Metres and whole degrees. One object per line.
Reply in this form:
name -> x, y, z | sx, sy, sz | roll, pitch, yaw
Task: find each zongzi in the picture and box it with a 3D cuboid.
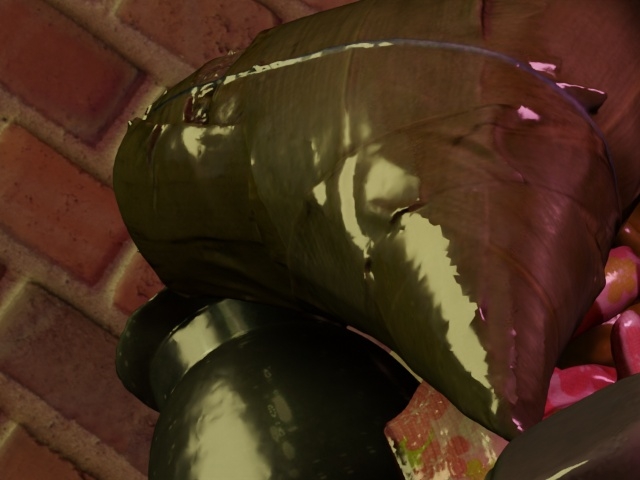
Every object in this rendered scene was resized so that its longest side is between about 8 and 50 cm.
zongzi -> 0.000, 0.000, 0.856 | 0.356, 0.174, 0.393 | -12, 28, 29

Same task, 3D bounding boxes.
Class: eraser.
eraser -> 0.055, 0.211, 0.582 | 0.089, 0.061, 0.352 | -42, -33, -73

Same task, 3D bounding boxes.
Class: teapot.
teapot -> 0.006, 0.126, 1.081 | 0.285, 0.305, 0.223 | 63, 143, 38

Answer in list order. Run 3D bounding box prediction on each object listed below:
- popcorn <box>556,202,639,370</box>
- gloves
popcorn -> 0.151, 0.016, 1.076 | 0.233, 0.192, 0.266 | -53, 12, 18
gloves -> 0.156, 0.085, 0.860 | 0.241, 0.126, 0.145 | -22, 6, -3
